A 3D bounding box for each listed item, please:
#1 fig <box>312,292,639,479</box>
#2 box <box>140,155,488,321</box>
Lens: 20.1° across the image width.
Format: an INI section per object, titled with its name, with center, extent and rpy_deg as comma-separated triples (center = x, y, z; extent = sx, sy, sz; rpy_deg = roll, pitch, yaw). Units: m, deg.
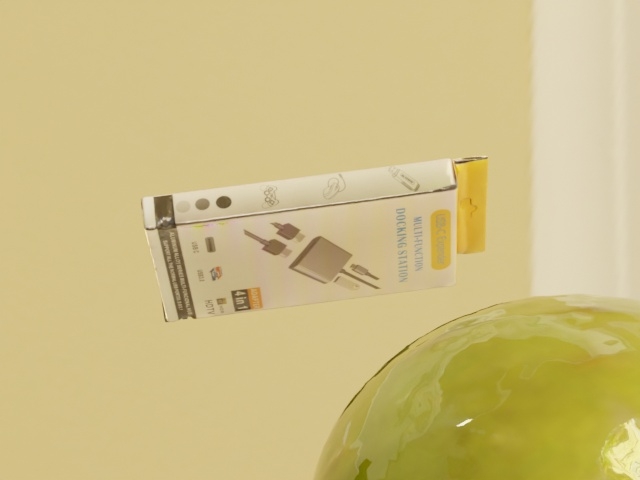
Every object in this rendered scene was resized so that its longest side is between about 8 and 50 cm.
[fig]
center = 0.142, 0.161, 0.630
extent = 0.258, 0.326, 0.258
rpy_deg = 15, 90, -82
[box]
center = 0.000, 0.000, 1.297
extent = 0.129, 0.247, 0.033
rpy_deg = 83, -1, -56
